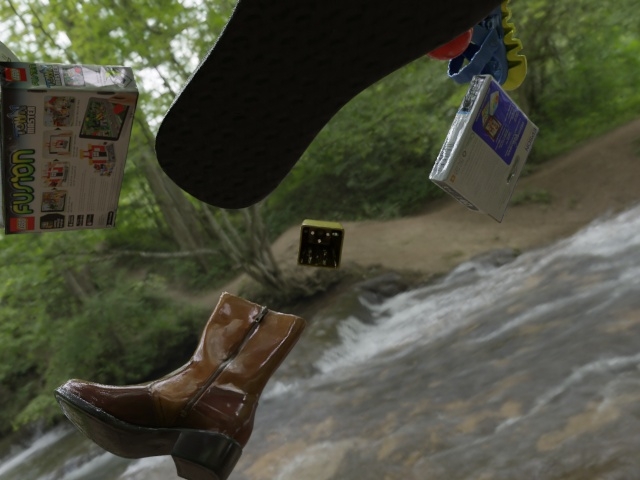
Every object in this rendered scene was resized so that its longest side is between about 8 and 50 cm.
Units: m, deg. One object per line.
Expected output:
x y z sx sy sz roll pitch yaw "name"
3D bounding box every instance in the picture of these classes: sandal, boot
0.281 -0.423 1.239 0.138 0.317 0.126 -22 8 -16 "sandal"
0.003 -0.196 0.574 0.446 0.167 0.107 -36 25 35 "sandal"
-0.187 0.167 0.920 0.096 0.264 0.280 88 -159 -43 "boot"

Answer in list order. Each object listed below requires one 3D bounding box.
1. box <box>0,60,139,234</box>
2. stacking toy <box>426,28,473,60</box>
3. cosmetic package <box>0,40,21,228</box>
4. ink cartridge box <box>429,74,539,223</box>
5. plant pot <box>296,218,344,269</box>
-0.251 -0.082 0.646 0.114 0.036 0.207 -4 -33 -28 "box"
0.131 -0.394 0.960 0.141 0.330 0.141 -19 46 21 "stacking toy"
-0.452 -0.132 0.817 0.117 0.231 0.085 -3 -16 6 "cosmetic package"
0.305 -0.161 1.209 0.045 0.208 0.206 19 83 47 "ink cartridge box"
0.000 0.000 1.253 0.081 0.081 0.083 6 18 -2 "plant pot"
